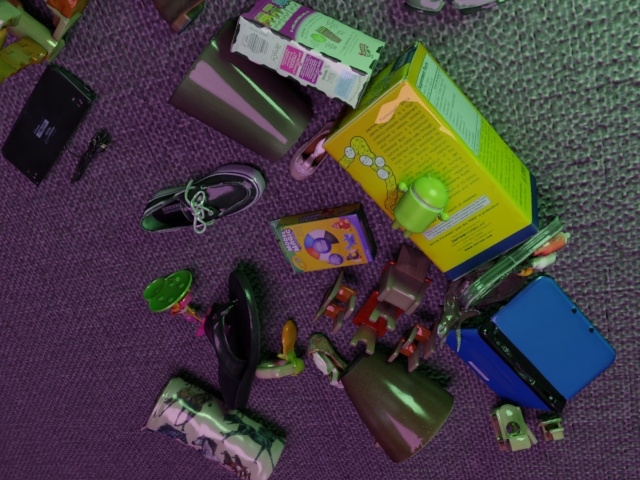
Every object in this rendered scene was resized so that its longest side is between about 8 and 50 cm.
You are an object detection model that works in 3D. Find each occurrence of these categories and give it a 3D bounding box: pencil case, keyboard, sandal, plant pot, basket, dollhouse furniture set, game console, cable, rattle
[{"bbox_3d":[-0.295,0.555,1.822,0.410,0.160,0.184,33,119,-8],"label":"pencil case"},{"bbox_3d":[-0.585,-0.227,1.433,0.201,0.033,0.317,44,126,-8],"label":"keyboard"},{"bbox_3d":[-0.227,0.270,1.580,0.107,0.167,0.446,-11,132,-27],"label":"sandal"},{"bbox_3d":[0.165,0.373,1.546,0.230,0.215,0.215,44,126,1],"label":"plant pot"},{"bbox_3d":[-0.139,-0.263,1.202,0.227,0.154,0.204,38,123,-16],"label":"basket"},{"bbox_3d":[0.151,0.141,1.438,0.262,0.135,0.259,27,139,-3],"label":"dollhouse furniture set"},{"bbox_3d":[0.496,0.424,1.495,0.160,0.101,0.182,-13,161,2],"label":"dollhouse furniture set"},{"bbox_3d":[0.461,0.234,1.449,0.293,0.173,0.250,45,156,-16],"label":"game console"},{"bbox_3d":[0.358,0.044,1.131,0.072,0.287,0.139,48,135,13],"label":"cable"},{"bbox_3d":[-0.137,0.289,1.650,0.199,0.130,0.143,-7,109,57],"label":"rattle"}]

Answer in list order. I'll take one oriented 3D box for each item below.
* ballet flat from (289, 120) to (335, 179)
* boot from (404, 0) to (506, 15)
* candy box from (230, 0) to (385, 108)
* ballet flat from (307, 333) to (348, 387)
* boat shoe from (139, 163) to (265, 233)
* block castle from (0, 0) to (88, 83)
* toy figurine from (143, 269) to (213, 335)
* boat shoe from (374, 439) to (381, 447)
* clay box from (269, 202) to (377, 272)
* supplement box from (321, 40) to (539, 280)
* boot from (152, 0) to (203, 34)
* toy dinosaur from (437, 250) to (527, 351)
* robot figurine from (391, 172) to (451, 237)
[{"bbox_3d":[-0.016,-0.174,1.284,0.057,0.052,0.168,35,127,-9],"label":"ballet flat"},{"bbox_3d":[0.277,-0.471,0.960,0.338,0.118,0.223,2,129,29],"label":"boot"},{"bbox_3d":[-0.017,-0.333,1.104,0.233,0.159,0.071,24,129,0],"label":"candy box"},{"bbox_3d":[0.029,0.327,1.620,0.073,0.067,0.206,-28,113,31],"label":"ballet flat"},{"bbox_3d":[-0.265,-0.080,1.393,0.306,0.105,0.113,-8,122,22],"label":"boat shoe"},{"bbox_3d":[-0.522,-0.488,1.056,0.212,0.303,0.453,37,126,-9],"label":"block castle"},{"bbox_3d":[-0.342,0.173,1.609,0.173,0.130,0.159,0,137,44],"label":"toy figurine"},{"bbox_3d":[0.165,0.501,1.707,0.059,0.063,0.170,2,126,8],"label":"boat shoe"},{"bbox_3d":[0.000,0.000,1.404,0.221,0.053,0.128,-10,120,22],"label":"clay box"},{"bbox_3d":[0.206,-0.139,1.153,0.195,0.194,0.356,-35,109,33],"label":"supplement box"},{"bbox_3d":[-0.229,-0.468,1.121,0.106,0.082,0.219,42,127,-17],"label":"boot"},{"bbox_3d":[0.347,0.077,1.330,0.313,0.121,0.160,-30,119,-3],"label":"toy dinosaur"},{"bbox_3d":[0.165,-0.058,1.056,0.101,0.067,0.115,36,127,1],"label":"robot figurine"}]
